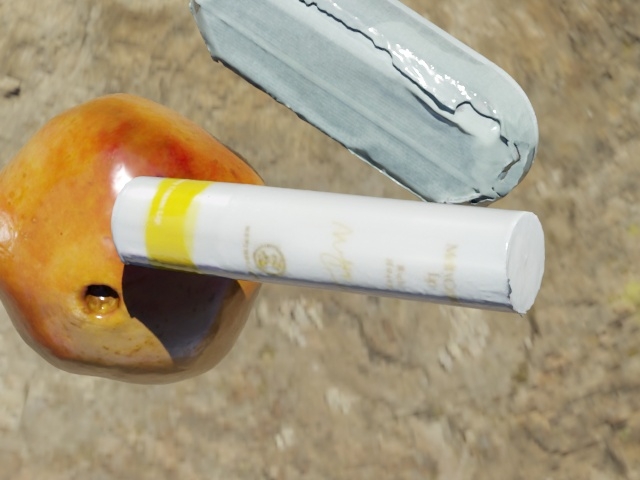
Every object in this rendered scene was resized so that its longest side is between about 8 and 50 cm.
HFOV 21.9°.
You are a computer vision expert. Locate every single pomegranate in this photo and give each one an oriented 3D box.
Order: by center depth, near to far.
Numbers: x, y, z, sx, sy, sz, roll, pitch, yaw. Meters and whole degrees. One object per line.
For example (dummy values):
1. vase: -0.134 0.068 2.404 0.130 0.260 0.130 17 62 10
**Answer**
1. pomegranate: -0.136 -0.002 1.159 0.209 0.209 0.209 -1 115 -3

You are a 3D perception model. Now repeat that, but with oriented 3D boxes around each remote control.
1. remote control: 0.023 -0.106 1.036 0.247 0.052 0.104 34 133 9

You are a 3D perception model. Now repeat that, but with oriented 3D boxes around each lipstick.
1. lipstick: 0.000 0.000 0.954 0.264 0.059 0.059 6 119 30
